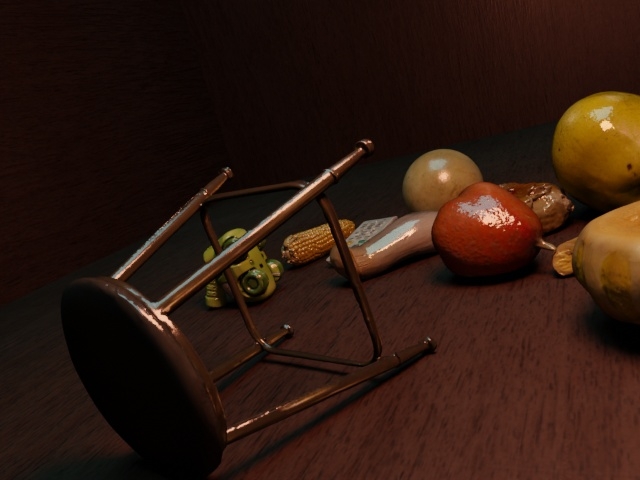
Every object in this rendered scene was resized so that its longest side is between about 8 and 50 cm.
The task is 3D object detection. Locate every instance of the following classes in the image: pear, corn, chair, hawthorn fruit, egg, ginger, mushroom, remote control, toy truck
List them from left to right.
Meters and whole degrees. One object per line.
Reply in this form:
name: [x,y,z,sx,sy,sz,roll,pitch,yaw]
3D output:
toy truck: [-0.217,0.068,1.494,0.210,0.187,0.148,-11,10,23]
chair: [-0.122,0.108,0.890,0.364,0.362,0.410,-3,23,44]
corn: [-0.002,0.002,1.735,0.260,0.091,0.091,-21,-3,-35]
remote control: [0.126,0.001,1.674,0.103,0.051,0.293,-8,18,34]
mushroom: [0.175,0.018,1.446,0.328,0.122,0.159,-20,-23,-21]
egg: [0.336,-0.139,1.636,0.218,0.218,0.295,-14,1,9]
hawthorn fruit: [0.349,-0.011,1.177,0.199,0.199,0.251,-24,26,-32]
pear: [0.657,-0.199,1.332,0.294,0.294,0.294,-15,13,4]
ginger: [0.565,-0.005,1.115,0.298,0.065,0.118,-17,4,-8]

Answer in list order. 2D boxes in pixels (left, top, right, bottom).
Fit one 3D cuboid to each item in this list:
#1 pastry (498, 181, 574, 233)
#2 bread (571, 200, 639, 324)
pastry: [0.461,-0.077,1.424,0.257,0.121,0.236,-17,12,-4]
bread: [0.527,0.024,0.820,0.333,0.160,0.333,-13,13,3]
